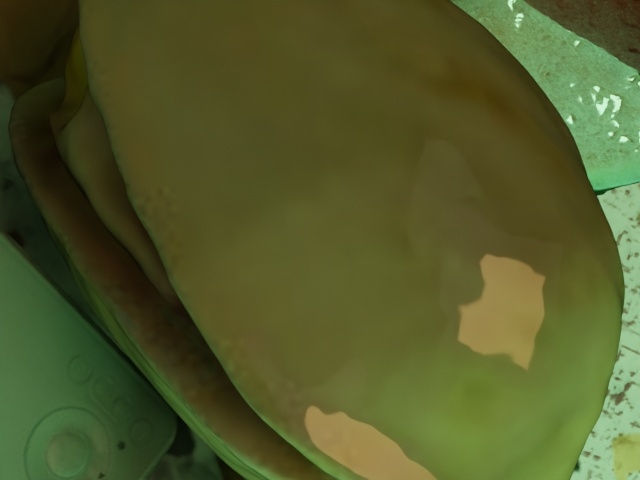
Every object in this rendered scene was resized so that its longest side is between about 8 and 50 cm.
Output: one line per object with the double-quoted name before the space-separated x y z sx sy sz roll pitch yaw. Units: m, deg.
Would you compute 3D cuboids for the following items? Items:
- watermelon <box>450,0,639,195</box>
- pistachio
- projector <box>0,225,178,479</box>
"watermelon" 0.074 -0.132 0.842 0.305 0.180 0.224 27 94 -15
"pistachio" 0.000 0.000 0.725 0.309 0.230 0.230 45 60 8
"projector" -0.211 0.066 0.696 0.257 0.099 0.192 50 62 -27
